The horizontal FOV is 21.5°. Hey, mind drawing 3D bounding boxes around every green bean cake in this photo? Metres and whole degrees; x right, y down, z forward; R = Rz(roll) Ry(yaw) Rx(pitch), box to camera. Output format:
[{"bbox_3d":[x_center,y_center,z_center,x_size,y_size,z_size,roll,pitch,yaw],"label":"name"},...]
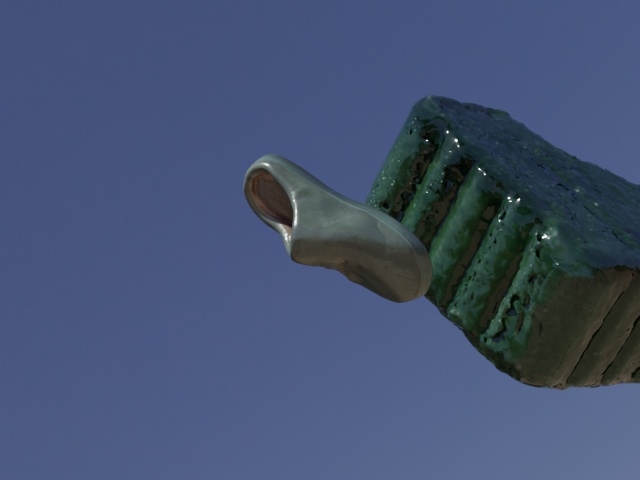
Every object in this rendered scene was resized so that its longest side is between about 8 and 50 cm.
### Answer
[{"bbox_3d":[0.231,0.008,1.675,0.308,0.300,0.169,3,-56,-43],"label":"green bean cake"}]

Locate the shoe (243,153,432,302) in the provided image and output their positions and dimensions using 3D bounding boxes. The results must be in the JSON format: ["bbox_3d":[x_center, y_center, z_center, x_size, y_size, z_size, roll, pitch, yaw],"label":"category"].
[{"bbox_3d":[0.000,0.000,1.423,0.078,0.195,0.079,-35,-30,-36],"label":"shoe"}]
